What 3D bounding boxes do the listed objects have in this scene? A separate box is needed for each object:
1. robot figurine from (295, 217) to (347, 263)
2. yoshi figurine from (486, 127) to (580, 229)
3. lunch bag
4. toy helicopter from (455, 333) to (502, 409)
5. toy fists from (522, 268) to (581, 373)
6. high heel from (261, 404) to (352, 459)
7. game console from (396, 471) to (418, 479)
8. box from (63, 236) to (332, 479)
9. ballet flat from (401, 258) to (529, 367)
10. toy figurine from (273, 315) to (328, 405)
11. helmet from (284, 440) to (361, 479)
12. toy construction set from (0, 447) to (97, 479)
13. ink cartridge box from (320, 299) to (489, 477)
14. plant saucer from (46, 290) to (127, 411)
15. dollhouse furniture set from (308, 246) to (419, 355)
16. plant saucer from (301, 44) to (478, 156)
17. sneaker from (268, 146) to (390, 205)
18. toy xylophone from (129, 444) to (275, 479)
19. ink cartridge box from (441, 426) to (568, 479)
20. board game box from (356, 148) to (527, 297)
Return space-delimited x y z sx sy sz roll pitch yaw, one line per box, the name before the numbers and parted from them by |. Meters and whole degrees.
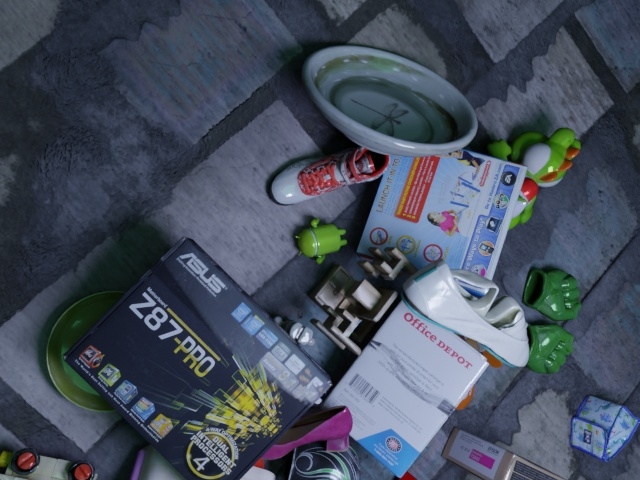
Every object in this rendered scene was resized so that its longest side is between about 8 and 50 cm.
robot figurine | 0.000 0.000 1.364 0.115 0.067 0.101 -13 103 -21
yoshi figurine | 0.485 -0.151 1.531 0.362 0.203 0.203 -40 63 -3
lunch bag | 0.755 0.510 1.628 0.096 0.129 0.151 37 79 -16
toy helicopter | 0.345 0.216 1.459 0.235 0.140 0.354 -5 101 -40
toy fists | 0.608 0.214 1.590 0.142 0.096 0.279 16 83 -22
high heel | -0.056 0.384 1.240 0.244 0.082 0.117 2 121 5
game console | 0.203 0.651 1.472 0.144 0.085 0.124 44 44 -16
box | -0.225 0.240 1.143 0.318 0.097 0.395 -44 90 -4
ballet flat | 0.339 0.152 1.244 0.400 0.139 0.139 30 79 -32
toy figurine | -0.105 0.273 1.288 0.213 0.148 0.209 -15 90 -19
helmet | 0.009 0.504 1.316 0.162 0.169 0.169 13 85 -4
toy construction set | -0.531 0.507 1.109 0.328 0.151 0.215 27 55 -27
ink cartridge box | 0.186 0.313 1.318 0.223 0.129 0.307 38 92 18
plant saucer | -0.420 0.220 1.214 0.241 0.037 0.240 0 90 -21
dollhouse furniture set | 0.100 0.145 1.310 0.161 0.242 0.212 44 76 -16
plant saucer | 0.142 -0.289 1.329 0.401 0.100 0.400 12 41 -11
sneaker | 0.024 -0.151 1.333 0.270 0.145 0.090 -20 97 -20
toy xylophone | -0.221 0.488 1.248 0.323 0.081 0.236 29 46 -12
ink cartridge box | 0.442 0.549 1.448 0.193 0.235 0.088 30 79 -20
board game box | 0.276 -0.059 1.383 0.302 0.086 0.308 18 82 14
